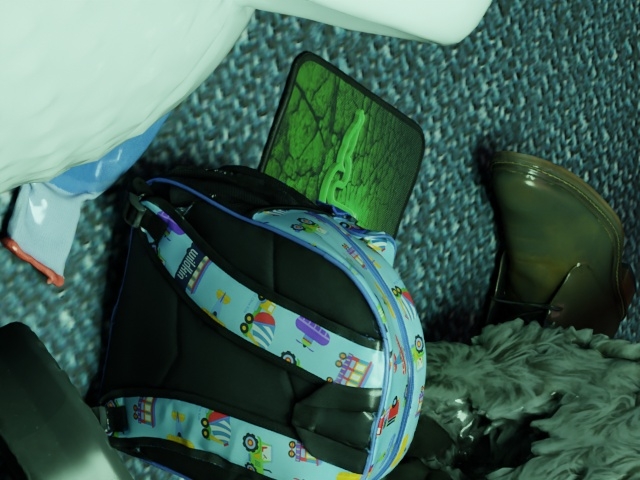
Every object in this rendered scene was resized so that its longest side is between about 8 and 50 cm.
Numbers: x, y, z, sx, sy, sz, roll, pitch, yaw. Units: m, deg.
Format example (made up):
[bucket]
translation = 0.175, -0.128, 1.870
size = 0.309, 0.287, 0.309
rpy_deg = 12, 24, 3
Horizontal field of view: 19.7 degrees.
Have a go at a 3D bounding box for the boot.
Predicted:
[boot]
translation = 0.152, 0.032, 1.234
size = 0.219, 0.082, 0.106
rpy_deg = 50, 58, -51

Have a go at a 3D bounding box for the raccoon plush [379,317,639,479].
[raccoon plush]
translation = 0.205, 0.220, 1.124
size = 0.216, 0.446, 0.299
rpy_deg = -84, 163, -55

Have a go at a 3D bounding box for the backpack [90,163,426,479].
[backpack]
translation = -0.017, 0.055, 0.914
size = 0.117, 0.173, 0.158
rpy_deg = -6, 112, -50

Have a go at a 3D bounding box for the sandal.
[sandal]
translation = -0.098, 0.236, 0.924
size = 0.107, 0.167, 0.446
rpy_deg = -31, 122, -14

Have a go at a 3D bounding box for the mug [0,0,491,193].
[mug]
translation = -0.122, -0.127, 0.555
size = 0.328, 0.374, 0.276
rpy_deg = 11, 97, -62

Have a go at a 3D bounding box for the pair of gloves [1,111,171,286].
[pair of gloves]
translation = -0.137, -0.075, 0.851
size = 0.198, 0.023, 0.159
rpy_deg = 38, 70, -53

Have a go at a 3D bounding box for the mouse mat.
[mouse mat]
translation = 0.000, 0.000, 1.078
size = 0.152, 0.007, 0.190
rpy_deg = 27, 80, -54
